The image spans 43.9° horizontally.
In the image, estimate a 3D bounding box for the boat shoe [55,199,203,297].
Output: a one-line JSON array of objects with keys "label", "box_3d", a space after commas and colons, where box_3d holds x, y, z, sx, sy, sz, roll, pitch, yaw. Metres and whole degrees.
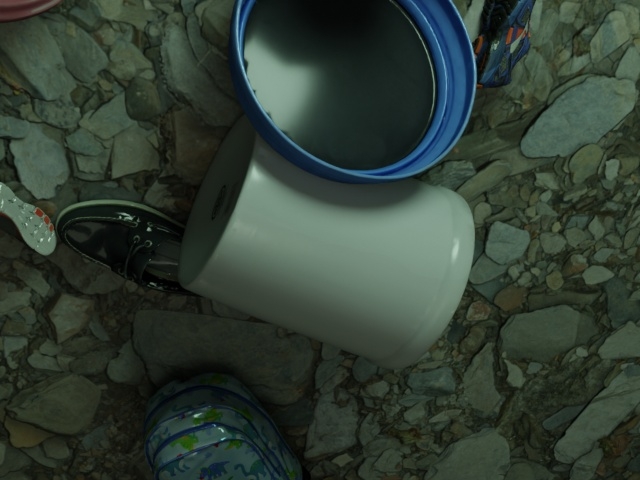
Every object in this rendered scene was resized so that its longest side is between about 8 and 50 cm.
[{"label": "boat shoe", "box_3d": [-0.289, 0.030, 1.376, 0.340, 0.113, 0.127, 22, 113, -22]}]

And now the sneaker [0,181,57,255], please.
[{"label": "sneaker", "box_3d": [-0.510, -0.035, 1.331, 0.065, 0.061, 0.158, -16, 121, 43]}]

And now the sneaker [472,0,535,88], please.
[{"label": "sneaker", "box_3d": [0.315, -0.354, 1.327, 0.087, 0.083, 0.221, 5, 124, -30]}]

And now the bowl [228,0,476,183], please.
[{"label": "bowl", "box_3d": [0.048, -0.267, 1.180, 0.391, 0.077, 0.391, 6, 76, -23]}]

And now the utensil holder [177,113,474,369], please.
[{"label": "utensil holder", "box_3d": [0.000, 0.000, 1.310, 0.386, 0.327, 0.327, 22, 112, -20]}]

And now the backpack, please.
[{"label": "backpack", "box_3d": [-0.203, 0.425, 1.562, 0.290, 0.273, 0.355, -16, 109, 4]}]

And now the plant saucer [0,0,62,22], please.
[{"label": "plant saucer", "box_3d": [-0.426, -0.446, 0.996, 0.332, 0.084, 0.332, -3, 95, -38]}]
